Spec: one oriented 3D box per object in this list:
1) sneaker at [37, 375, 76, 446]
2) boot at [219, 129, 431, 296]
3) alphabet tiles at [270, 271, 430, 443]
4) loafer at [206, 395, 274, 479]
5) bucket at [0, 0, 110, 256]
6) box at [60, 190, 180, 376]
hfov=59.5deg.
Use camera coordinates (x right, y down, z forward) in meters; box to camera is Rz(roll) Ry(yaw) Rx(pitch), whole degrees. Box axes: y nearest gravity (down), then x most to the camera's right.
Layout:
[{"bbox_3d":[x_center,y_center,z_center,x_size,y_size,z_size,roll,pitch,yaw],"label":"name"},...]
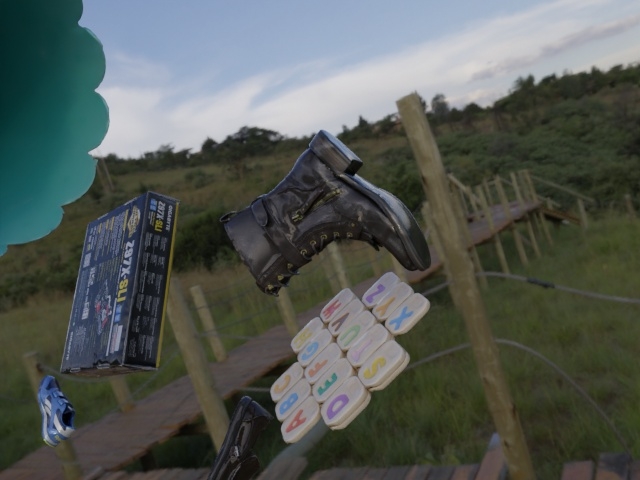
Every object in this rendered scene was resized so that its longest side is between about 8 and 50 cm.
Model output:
[{"bbox_3d":[-0.519,0.331,1.111,0.059,0.144,0.053,-28,-28,4],"label":"sneaker"},{"bbox_3d":[0.000,0.000,0.786,0.229,0.263,0.091,-45,-18,17],"label":"boot"},{"bbox_3d":[0.032,0.162,0.837,0.278,0.021,0.284,-45,18,0],"label":"alphabet tiles"},{"bbox_3d":[-0.139,0.378,0.944,0.078,0.220,0.080,20,-19,1],"label":"loafer"},{"bbox_3d":[-0.334,-0.118,0.441,0.183,0.281,0.281,9,17,28],"label":"bucket"},{"bbox_3d":[-0.385,0.093,1.072,0.257,0.321,0.079,-16,-27,40],"label":"box"}]
